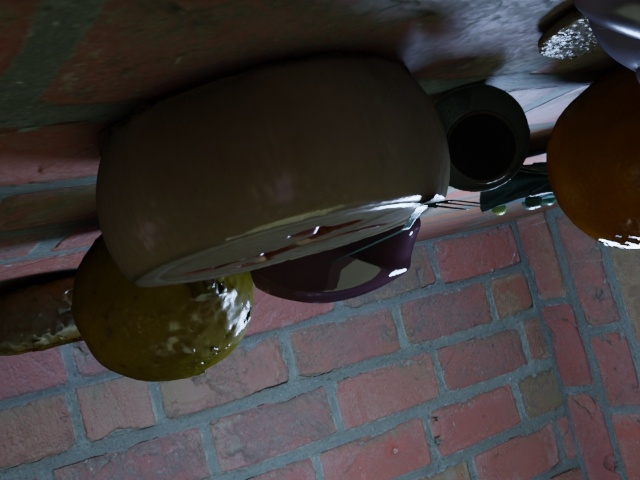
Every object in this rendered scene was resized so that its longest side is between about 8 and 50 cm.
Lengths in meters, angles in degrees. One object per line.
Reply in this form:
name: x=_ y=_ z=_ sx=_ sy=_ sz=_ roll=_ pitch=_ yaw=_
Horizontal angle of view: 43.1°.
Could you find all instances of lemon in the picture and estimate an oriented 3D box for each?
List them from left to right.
lemon: x=-0.220 y=0.076 z=1.156 sx=0.253 sy=0.254 sz=0.310 roll=-11 pitch=172 yaw=-37

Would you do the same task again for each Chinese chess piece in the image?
Chinese chess piece: x=-0.045 y=-0.058 z=0.781 sx=0.338 sy=0.141 sz=0.338 roll=-15 pitch=175 yaw=-1

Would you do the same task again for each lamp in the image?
lamp: x=0.171 y=-0.111 z=0.888 sx=0.121 sy=0.121 sz=0.215 roll=-15 pitch=-174 yaw=9

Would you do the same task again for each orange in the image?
orange: x=0.417 y=-0.109 z=1.022 sx=0.261 sy=0.261 sz=0.261 roll=-14 pitch=175 yaw=-1

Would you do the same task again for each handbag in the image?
handbag: x=0.453 y=-0.105 z=1.546 sx=0.268 sy=0.100 sz=0.274 roll=-6 pitch=-177 yaw=-12

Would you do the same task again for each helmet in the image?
helmet: x=0.000 y=0.000 z=1.253 sx=0.338 sy=0.197 sz=0.271 roll=-17 pitch=177 yaw=17

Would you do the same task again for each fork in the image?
fork: x=0.067 y=-0.011 z=0.763 sx=0.039 sy=0.021 sz=0.235 roll=-7 pitch=172 yaw=-33

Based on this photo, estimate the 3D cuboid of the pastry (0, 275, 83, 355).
pastry: x=-0.526 y=0.145 z=1.634 sx=0.329 sy=0.136 sz=0.329 roll=-13 pitch=174 yaw=-1

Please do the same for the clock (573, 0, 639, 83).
clock: x=0.269 y=-0.166 z=0.505 sx=0.188 sy=0.189 sz=0.254 roll=-12 pitch=-171 yaw=-27

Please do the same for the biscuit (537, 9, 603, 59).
biscuit: x=0.273 y=-0.204 z=0.754 sx=0.152 sy=0.020 sz=0.152 roll=-14 pitch=173 yaw=-2
